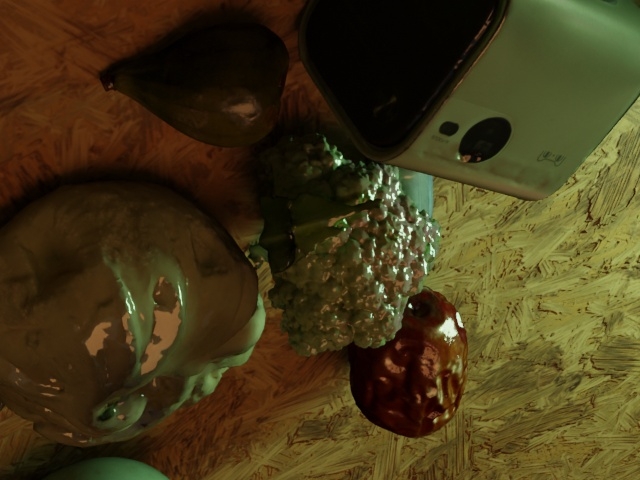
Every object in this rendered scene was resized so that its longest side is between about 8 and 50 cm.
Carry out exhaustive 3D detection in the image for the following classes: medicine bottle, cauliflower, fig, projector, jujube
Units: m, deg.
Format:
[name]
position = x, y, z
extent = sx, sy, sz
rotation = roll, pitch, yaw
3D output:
[medicine bottle]
position = 0.097, -0.092, 1.659
extent = 0.083, 0.083, 0.203
rotation = -20, 143, -13
[cauliflower]
position = 0.000, 0.000, 1.615
extent = 0.239, 0.315, 0.256
rotation = -42, 103, -21
[fig]
position = -0.123, -0.162, 1.432
extent = 0.184, 0.133, 0.126
rotation = 0, 169, 24
[projector]
position = 0.163, -0.208, 1.434
extent = 0.249, 0.248, 0.249
rotation = 11, 126, -41
[jujube]
position = 0.121, 0.170, 1.904
extent = 0.174, 0.174, 0.250
rotation = -18, 144, -15

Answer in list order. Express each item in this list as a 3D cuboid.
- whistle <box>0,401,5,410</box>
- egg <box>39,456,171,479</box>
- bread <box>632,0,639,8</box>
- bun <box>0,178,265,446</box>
[whistle]
position = -0.482, 0.266, 1.707
extent = 0.068, 0.057, 0.326
rotation = 20, 121, -42
[egg]
position = -0.326, 0.459, 1.848
extent = 0.276, 0.276, 0.389
rotation = 19, 124, -45
[bread]
position = 0.469, -0.294, 1.691
extent = 0.232, 0.064, 0.172
rotation = -8, 137, -29
[bun]
position = -0.233, 0.101, 1.557
extent = 0.359, 0.211, 0.360
rotation = -19, 142, -16
